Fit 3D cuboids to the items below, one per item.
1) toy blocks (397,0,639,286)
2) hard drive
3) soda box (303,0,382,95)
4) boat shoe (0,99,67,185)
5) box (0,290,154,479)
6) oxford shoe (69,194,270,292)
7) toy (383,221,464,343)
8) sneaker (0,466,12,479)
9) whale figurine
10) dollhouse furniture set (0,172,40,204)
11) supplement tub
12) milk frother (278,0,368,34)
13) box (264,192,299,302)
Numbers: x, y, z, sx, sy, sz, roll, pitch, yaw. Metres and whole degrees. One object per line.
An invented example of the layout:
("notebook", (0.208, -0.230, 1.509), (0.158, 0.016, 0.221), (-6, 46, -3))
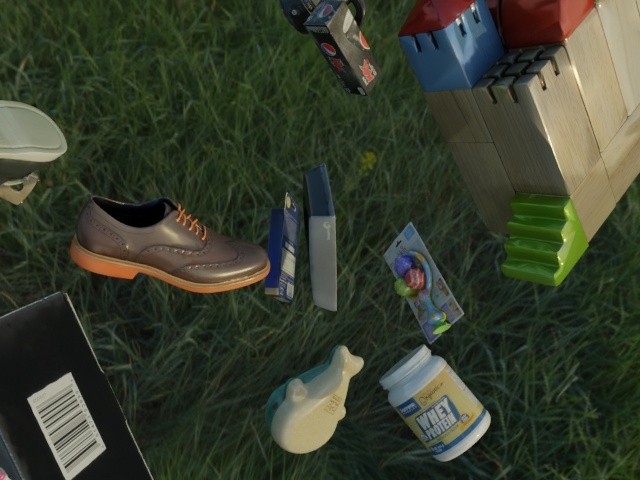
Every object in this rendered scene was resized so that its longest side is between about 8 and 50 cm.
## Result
("toy blocks", (0.205, -0.192, 0.514), (0.381, 0.260, 0.191), (-46, 31, -22))
("hard drive", (0.000, 0.000, 1.229), (0.054, 0.254, 0.172), (-5, 45, -3))
("soda box", (0.042, -0.325, 1.086), (0.053, 0.169, 0.060), (20, 72, 39))
("boat shoe", (-0.423, -0.112, 0.726), (0.091, 0.302, 0.114), (-36, 76, 16))
("box", (-0.648, 0.417, 1.207), (0.472, 0.479, 0.297), (-22, 5, 18))
("oxford shoe", (-0.186, 0.002, 0.860), (0.272, 0.098, 0.097), (7, 31, -28))
("toy", (0.203, 0.095, 1.386), (0.056, 0.137, 0.237), (-11, 60, -34))
("sneaker", (-0.394, 0.238, 0.552), (0.252, 0.111, 0.102), (8, 80, -21))
("whale figurine", (-0.020, 0.357, 1.493), (0.141, 0.216, 0.272), (30, 83, 48))
("dollhouse furniture set", (-0.605, -0.097, 1.121), (0.129, 0.183, 0.129), (33, 13, -39))
("supplement tub", (0.228, 0.326, 1.293), (0.144, 0.144, 0.199), (-35, 81, -32))
("milk frother", (0.021, -0.436, 1.136), (0.129, 0.135, 0.143), (45, 35, -29))
("box", (-0.083, 0.017, 1.416), (0.037, 0.136, 0.225), (3, 78, 12))
